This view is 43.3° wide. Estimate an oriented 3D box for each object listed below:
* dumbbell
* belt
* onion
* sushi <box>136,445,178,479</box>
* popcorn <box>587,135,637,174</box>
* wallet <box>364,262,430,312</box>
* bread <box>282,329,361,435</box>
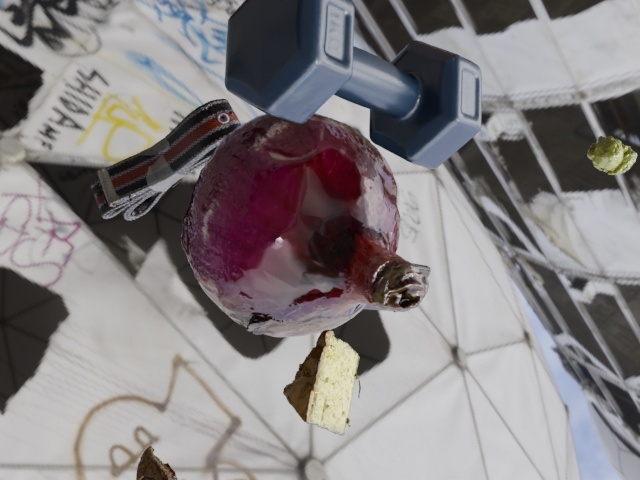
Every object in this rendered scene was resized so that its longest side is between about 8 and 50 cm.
[{"bbox_3d":[0.046,-0.184,0.918,0.156,0.316,0.143,35,-74,42],"label":"dumbbell"},{"bbox_3d":[-0.307,-0.159,1.624,0.360,0.126,0.094,-30,-106,20],"label":"belt"},{"bbox_3d":[0.000,0.000,1.156,0.385,0.347,0.347,29,-107,42],"label":"onion"},{"bbox_3d":[-0.218,0.323,1.086,0.050,0.047,0.099,-38,-114,13],"label":"sushi"},{"bbox_3d":[0.500,-0.145,1.387,0.068,0.083,0.059,-73,-177,-69],"label":"popcorn"},{"bbox_3d":[0.131,0.087,1.575,0.031,0.198,0.110,38,-71,38],"label":"wallet"},{"bbox_3d":[0.019,0.187,1.055,0.109,0.084,0.080,-56,-148,0],"label":"bread"}]
